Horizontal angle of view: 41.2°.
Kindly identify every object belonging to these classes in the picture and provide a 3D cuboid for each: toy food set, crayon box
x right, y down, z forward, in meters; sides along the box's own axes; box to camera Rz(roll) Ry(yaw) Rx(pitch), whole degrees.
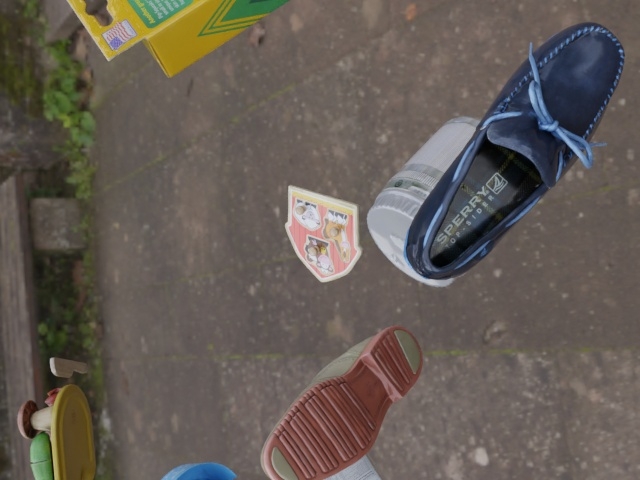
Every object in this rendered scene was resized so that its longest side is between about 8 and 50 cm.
[{"bbox_3d":[-0.363,0.268,1.157,0.128,0.071,0.218,38,-134,-82],"label":"toy food set"},{"bbox_3d":[-0.163,-0.352,1.116,0.203,0.323,0.083,53,173,32],"label":"crayon box"}]

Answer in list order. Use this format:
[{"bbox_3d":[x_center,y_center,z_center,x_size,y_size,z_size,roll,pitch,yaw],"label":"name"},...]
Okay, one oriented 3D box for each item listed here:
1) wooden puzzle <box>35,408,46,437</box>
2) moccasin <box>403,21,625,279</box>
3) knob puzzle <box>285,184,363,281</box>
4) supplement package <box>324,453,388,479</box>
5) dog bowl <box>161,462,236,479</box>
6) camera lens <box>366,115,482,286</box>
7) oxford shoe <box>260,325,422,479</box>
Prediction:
[{"bbox_3d":[-0.579,0.390,1.811,0.014,0.116,0.078,35,110,33],"label":"wooden puzzle"},{"bbox_3d":[0.227,-0.086,0.939,0.342,0.138,0.117,-57,2,5],"label":"moccasin"},{"bbox_3d":[0.000,0.000,1.697,0.213,0.030,0.213,19,123,33],"label":"knob puzzle"},{"bbox_3d":[0.081,0.500,1.506,0.194,0.149,0.203,55,177,-28],"label":"supplement package"},{"bbox_3d":[-0.180,0.510,1.509,0.297,0.166,0.074,50,154,-24],"label":"dog bowl"},{"bbox_3d":[0.246,-0.077,1.572,0.219,0.274,0.219,36,156,19],"label":"camera lens"},{"bbox_3d":[0.024,0.293,1.460,0.146,0.397,0.140,-28,93,47],"label":"oxford shoe"}]
